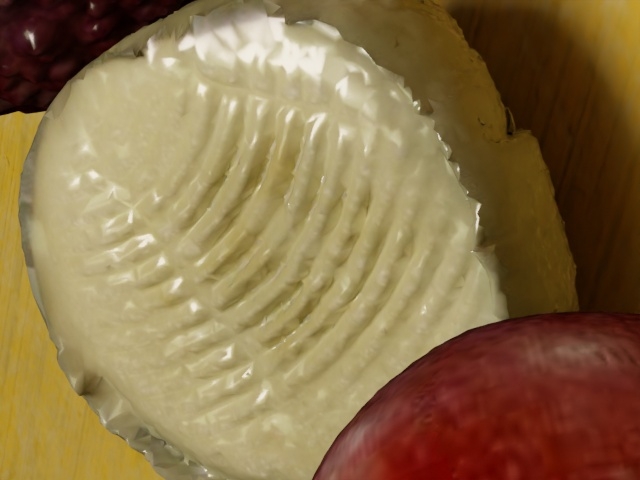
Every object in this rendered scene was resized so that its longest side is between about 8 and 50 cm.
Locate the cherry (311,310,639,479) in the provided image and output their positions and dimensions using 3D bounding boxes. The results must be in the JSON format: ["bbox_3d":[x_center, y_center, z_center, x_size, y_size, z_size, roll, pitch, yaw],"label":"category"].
[{"bbox_3d":[0.115,0.137,0.655,0.239,0.206,0.239,21,142,17],"label":"cherry"}]

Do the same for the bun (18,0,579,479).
[{"bbox_3d":[0.000,0.000,0.829,0.259,0.152,0.259,11,115,24],"label":"bun"}]

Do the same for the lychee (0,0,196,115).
[{"bbox_3d":[-0.116,-0.191,0.899,0.271,0.271,0.271,15,110,51],"label":"lychee"}]
